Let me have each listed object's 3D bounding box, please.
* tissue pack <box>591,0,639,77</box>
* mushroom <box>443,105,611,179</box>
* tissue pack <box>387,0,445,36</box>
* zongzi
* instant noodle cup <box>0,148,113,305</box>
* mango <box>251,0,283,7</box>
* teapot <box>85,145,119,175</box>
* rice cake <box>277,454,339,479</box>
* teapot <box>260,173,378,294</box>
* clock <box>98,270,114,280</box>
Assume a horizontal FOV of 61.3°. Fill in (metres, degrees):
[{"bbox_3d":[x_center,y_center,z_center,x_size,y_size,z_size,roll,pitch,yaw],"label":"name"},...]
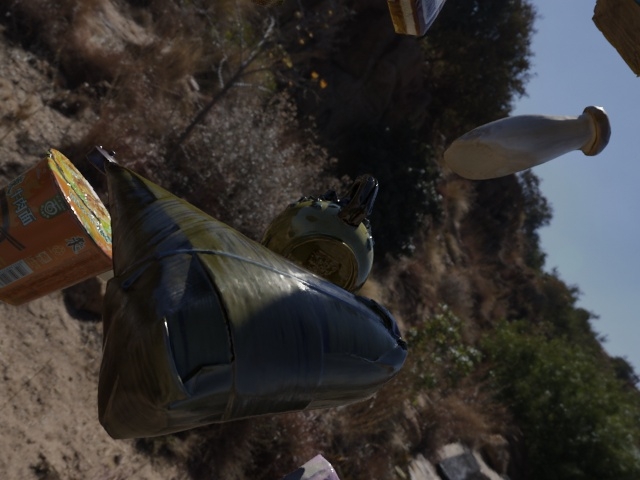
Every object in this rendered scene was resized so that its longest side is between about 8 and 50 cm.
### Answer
[{"bbox_3d":[0.633,-0.398,0.908,0.134,0.271,0.192,71,7,-56],"label":"tissue pack"},{"bbox_3d":[0.448,-0.212,1.176,0.128,0.350,0.128,-9,90,-86],"label":"mushroom"},{"bbox_3d":[0.213,-0.584,1.155,0.092,0.183,0.226,23,-14,29],"label":"tissue pack"},{"bbox_3d":[-0.081,0.034,0.554,0.286,0.138,0.300,4,46,-36],"label":"zongzi"},{"bbox_3d":[-0.460,-0.009,0.898,0.230,0.182,0.230,58,-6,10],"label":"instant noodle cup"},{"bbox_3d":[-0.055,-0.319,0.494,0.176,0.119,0.317,51,-8,0],"label":"mango"},{"bbox_3d":[-0.422,-0.157,1.065,0.100,0.045,0.068,41,-2,33],"label":"teapot"},{"bbox_3d":[0.017,0.364,0.504,0.106,0.050,0.297,-16,81,-39],"label":"rice cake"},{"bbox_3d":[0.000,0.000,0.847,0.173,0.269,0.182,31,19,-15],"label":"teapot"},{"bbox_3d":[-0.433,0.117,1.477,0.342,0.184,0.325,20,-21,8],"label":"clock"}]
